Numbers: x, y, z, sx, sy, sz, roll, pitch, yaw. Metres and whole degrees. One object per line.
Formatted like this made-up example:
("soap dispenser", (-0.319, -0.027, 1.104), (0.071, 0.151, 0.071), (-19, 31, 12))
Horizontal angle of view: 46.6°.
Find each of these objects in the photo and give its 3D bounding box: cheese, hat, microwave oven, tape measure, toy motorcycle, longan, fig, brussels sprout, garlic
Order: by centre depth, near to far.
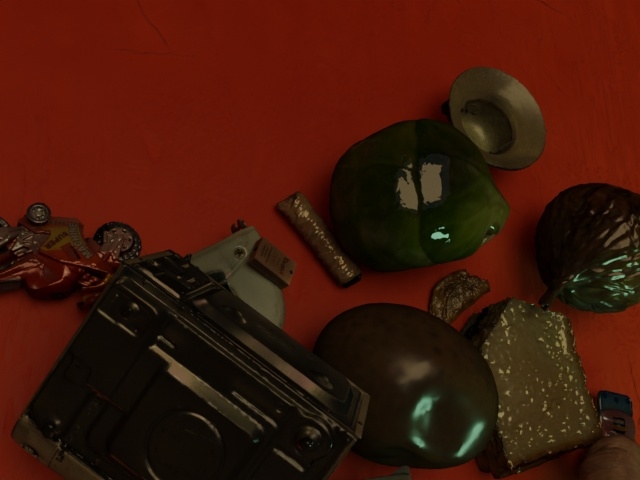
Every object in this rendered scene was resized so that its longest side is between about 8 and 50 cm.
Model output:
("microwave oven", (-0.178, 0.253, 1.072), (0.394, 0.247, 0.333), (35, 99, 4))
("toy motorcycle", (-0.443, 0.032, 1.222), (0.298, 0.089, 0.171), (3, 70, -23))
("tape measure", (-0.178, 0.112, 1.289), (0.243, 0.125, 0.246), (-28, 82, -30))
("longan", (0.145, 0.254, 1.296), (0.350, 0.288, 0.288), (25, 62, -14))
("garlic", (0.527, 0.486, 1.396), (0.219, 0.212, 0.218), (31, 48, -42))
("brussels sprout", (0.197, -0.084, 1.451), (0.355, 0.281, 0.289), (15, 65, -29))
("fig", (0.546, 0.044, 1.523), (0.369, 0.286, 0.286), (-30, 84, -46))
("cheese", (0.617, 0.455, 1.536), (0.189, 0.074, 0.285), (17, 63, -19))
("hat", (0.364, -0.246, 1.671), (0.257, 0.130, 0.257), (9, 66, -21))

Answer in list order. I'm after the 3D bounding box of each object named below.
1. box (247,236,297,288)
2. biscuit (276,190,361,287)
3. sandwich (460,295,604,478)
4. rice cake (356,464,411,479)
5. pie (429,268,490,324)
("box", (-0.083, 0.040, 1.299), (0.083, 0.024, 0.053), (42, 43, -23))
("biscuit", (0.000, 0.000, 1.454), (0.061, 0.055, 0.219), (-36, 87, -20))
("sandwich", (0.392, 0.278, 1.475), (0.262, 0.131, 0.325), (-9, 77, -26))
("rice cake", (0.018, 0.422, 1.224), (0.291, 0.081, 0.051), (-10, 108, 4))
("pie", (0.282, 0.115, 1.547), (0.170, 0.034, 0.092), (-34, 88, -25))
